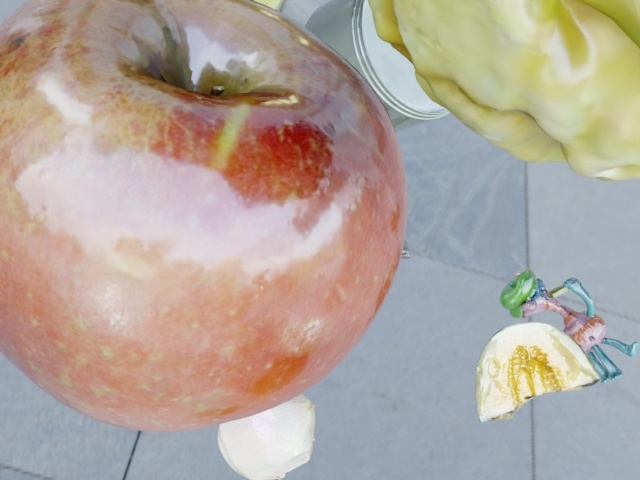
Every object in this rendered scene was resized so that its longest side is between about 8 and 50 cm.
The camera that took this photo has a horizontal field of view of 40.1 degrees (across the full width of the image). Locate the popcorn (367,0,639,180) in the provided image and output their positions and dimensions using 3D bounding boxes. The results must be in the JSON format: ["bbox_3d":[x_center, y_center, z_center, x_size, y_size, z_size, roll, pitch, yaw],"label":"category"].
[{"bbox_3d":[0.183,-0.192,0.468,0.292,0.334,0.293,30,4,-1],"label":"popcorn"}]

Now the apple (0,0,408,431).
[{"bbox_3d":[-0.103,-0.027,0.660,0.348,0.277,0.348,15,40,-13],"label":"apple"}]

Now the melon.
[{"bbox_3d":[0.258,0.157,1.112,0.160,0.128,0.079,-18,10,-1],"label":"melon"}]

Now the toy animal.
[{"bbox_3d":[0.367,0.115,1.278,0.208,0.103,0.100,41,36,6],"label":"toy animal"}]

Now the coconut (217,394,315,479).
[{"bbox_3d":[-0.084,0.339,1.565,0.171,0.183,0.171,47,28,-33],"label":"coconut"}]

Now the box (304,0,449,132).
[{"bbox_3d":[0.103,-0.274,1.289,0.226,0.149,0.226,6,79,-34],"label":"box"}]

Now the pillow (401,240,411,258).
[{"bbox_3d":[0.000,0.000,1.604,0.326,0.101,0.228,-24,27,10],"label":"pillow"}]

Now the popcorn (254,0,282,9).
[{"bbox_3d":[-0.150,-0.366,1.083,0.293,0.293,0.237,46,30,22],"label":"popcorn"}]
